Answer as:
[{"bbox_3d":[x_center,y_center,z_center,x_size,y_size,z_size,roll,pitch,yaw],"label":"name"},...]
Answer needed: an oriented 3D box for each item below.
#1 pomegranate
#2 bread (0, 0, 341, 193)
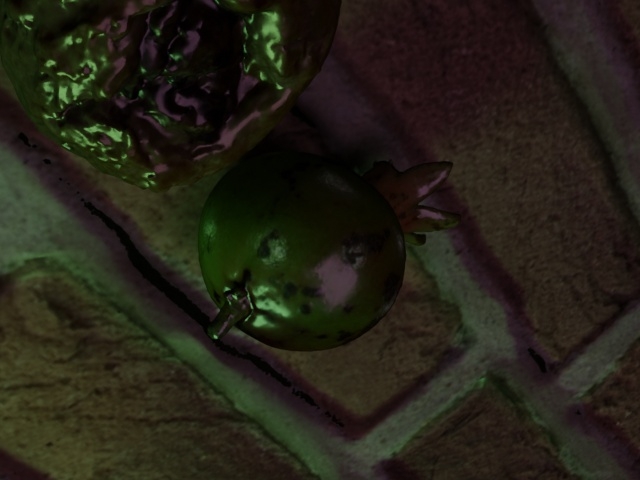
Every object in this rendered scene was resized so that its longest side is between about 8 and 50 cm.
[{"bbox_3d":[0.007,0.007,1.132,0.220,0.156,0.156,-4,127,-46],"label":"pomegranate"},{"bbox_3d":[-0.088,-0.133,0.962,0.230,0.123,0.230,-22,137,-22],"label":"bread"}]
